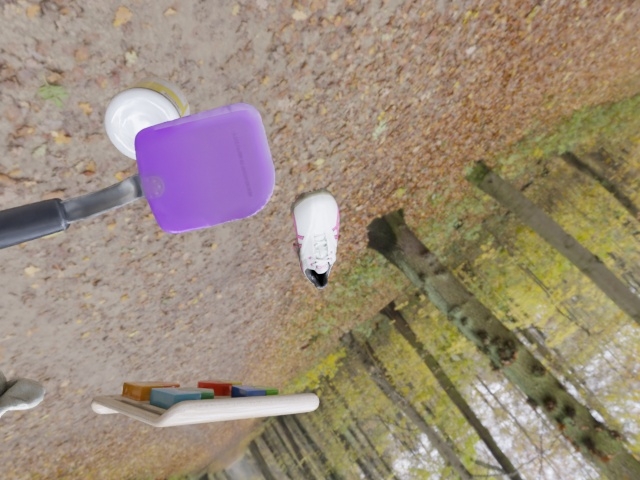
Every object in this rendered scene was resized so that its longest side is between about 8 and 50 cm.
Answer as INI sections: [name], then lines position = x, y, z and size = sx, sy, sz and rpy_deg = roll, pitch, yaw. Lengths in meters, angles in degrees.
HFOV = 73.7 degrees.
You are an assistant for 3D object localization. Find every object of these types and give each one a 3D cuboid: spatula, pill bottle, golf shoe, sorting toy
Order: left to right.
[spatula]
position = -0.180, -0.026, 0.327
size = 0.297, 0.084, 0.030
rpy_deg = -15, -176, 8
[pill bottle]
position = -0.260, -0.197, 0.666
size = 0.103, 0.103, 0.184
rpy_deg = -42, -153, 12
[sorting toy]
position = -0.137, 0.186, 0.506
size = 0.193, 0.038, 0.208
rpy_deg = 15, 157, -43
[golf shoe]
position = 0.000, 0.000, 0.611
size = 0.068, 0.086, 0.186
rpy_deg = -16, 150, -10

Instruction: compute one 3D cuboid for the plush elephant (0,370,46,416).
[plush elephant]
position = -0.668, 0.325, 0.740
size = 0.330, 0.272, 0.255
rpy_deg = -52, -171, 25
